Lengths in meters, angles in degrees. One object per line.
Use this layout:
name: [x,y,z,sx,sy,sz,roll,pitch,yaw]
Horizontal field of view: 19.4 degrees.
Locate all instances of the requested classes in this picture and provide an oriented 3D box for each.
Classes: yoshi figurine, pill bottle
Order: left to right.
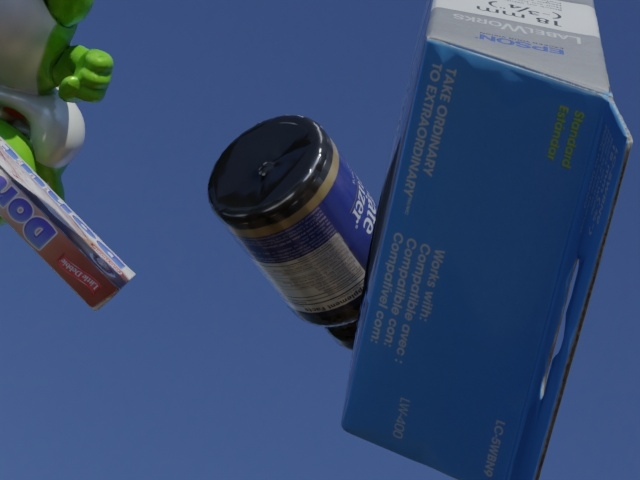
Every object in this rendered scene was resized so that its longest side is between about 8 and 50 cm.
yoshi figurine: [-0.305,-0.159,1.785,0.203,0.203,0.362,42,-44,53]
pill bottle: [0.000,0.000,1.685,0.123,0.122,0.219,-4,-40,33]

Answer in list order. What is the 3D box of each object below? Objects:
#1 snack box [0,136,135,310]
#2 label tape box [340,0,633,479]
snack box: [-0.177,-0.033,1.053,0.022,0.064,0.178,-44,-87,6]
label tape box: [0.086,-0.010,1.066,0.106,0.333,0.240,12,-70,0]
